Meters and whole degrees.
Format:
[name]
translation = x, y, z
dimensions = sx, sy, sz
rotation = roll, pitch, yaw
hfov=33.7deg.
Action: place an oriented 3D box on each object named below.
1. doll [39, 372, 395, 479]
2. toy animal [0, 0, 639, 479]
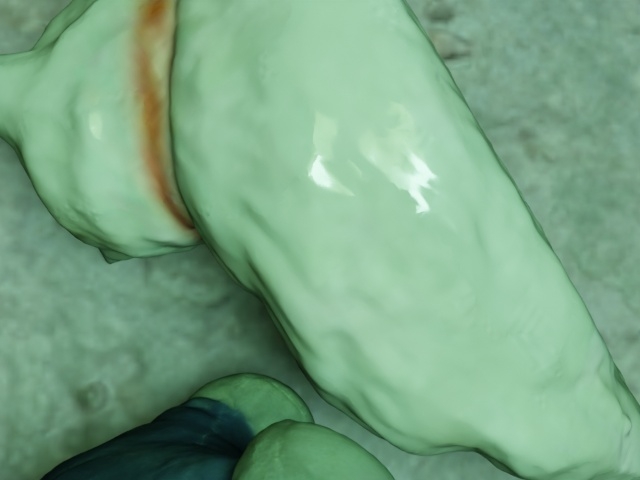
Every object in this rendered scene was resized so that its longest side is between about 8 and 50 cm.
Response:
[doll]
translation = -0.029, 0.189, 0.380
dimensions = 0.154, 0.228, 0.258
rotation = -20, 97, -15
[toy animal]
translation = 0.000, 0.000, 0.455
dimensions = 0.188, 0.266, 0.308
rotation = -34, 131, 0
